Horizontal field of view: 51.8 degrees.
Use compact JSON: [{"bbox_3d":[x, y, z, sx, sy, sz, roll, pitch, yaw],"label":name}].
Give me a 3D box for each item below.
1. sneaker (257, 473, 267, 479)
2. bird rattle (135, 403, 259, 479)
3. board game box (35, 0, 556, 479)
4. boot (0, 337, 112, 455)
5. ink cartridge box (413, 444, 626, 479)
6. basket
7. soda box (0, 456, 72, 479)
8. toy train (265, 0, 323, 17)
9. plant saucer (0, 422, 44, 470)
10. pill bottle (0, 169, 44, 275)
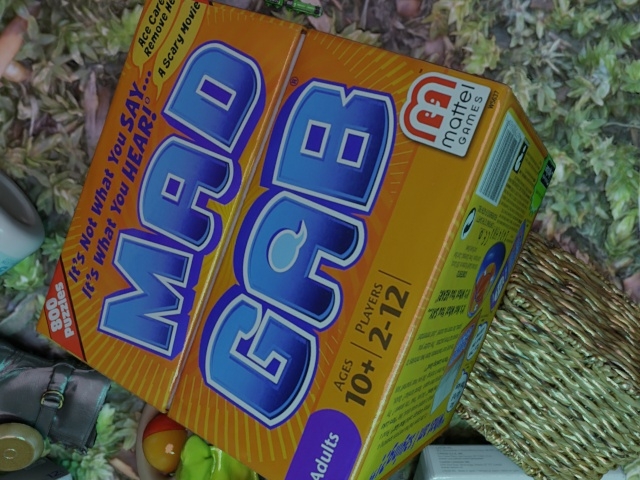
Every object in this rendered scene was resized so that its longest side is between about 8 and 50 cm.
[{"bbox_3d":[-0.029,0.318,0.886,0.121,0.111,0.300,48,136,3],"label":"sneaker"},{"bbox_3d":[-0.192,0.252,0.892,0.207,0.143,0.254,-37,60,29],"label":"bird rattle"},{"bbox_3d":[0.000,0.000,0.713,0.356,0.356,0.356,23,96,24],"label":"board game box"},{"bbox_3d":[-0.425,0.250,0.910,0.229,0.091,0.263,27,102,-18],"label":"boot"},{"bbox_3d":[0.284,0.425,1.026,0.296,0.066,0.261,2,124,-7],"label":"ink cartridge box"},{"bbox_3d":[0.320,0.164,0.932,0.299,0.213,0.223,39,128,1],"label":"basket"},{"bbox_3d":[-0.463,0.389,0.841,0.286,0.091,0.098,-16,104,-45],"label":"soda box"},{"bbox_3d":[-0.036,-0.320,0.895,0.083,0.024,0.017,11,97,-8],"label":"toy train"},{"bbox_3d":[-0.415,0.281,0.881,0.083,0.015,0.084,-7,119,-13],"label":"plant saucer"},{"bbox_3d":[-0.500,0.021,0.833,0.264,0.146,0.146,-35,101,0],"label":"pill bottle"}]
